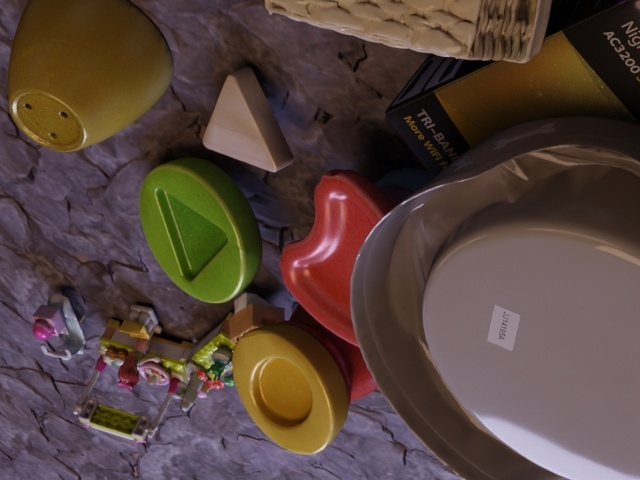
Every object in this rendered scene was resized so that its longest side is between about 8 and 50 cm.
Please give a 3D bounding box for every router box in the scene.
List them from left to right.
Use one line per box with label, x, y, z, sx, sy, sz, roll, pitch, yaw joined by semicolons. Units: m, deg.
router box;0.231;-0.033;1.213;0.243;0.081;0.309;-23;113;46

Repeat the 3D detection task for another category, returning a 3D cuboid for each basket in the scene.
basket;0.059;-0.183;1.101;0.167;0.103;0.113;17;106;25

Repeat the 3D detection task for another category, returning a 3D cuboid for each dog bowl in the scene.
dog bowl;0.197;0.064;1.189;0.348;0.102;0.349;20;137;20

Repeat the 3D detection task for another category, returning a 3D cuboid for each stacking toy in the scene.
stacking toy;0.000;0.000;1.453;0.279;0.130;0.309;52;141;9

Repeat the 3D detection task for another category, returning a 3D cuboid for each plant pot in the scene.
plant pot;-0.200;-0.128;1.383;0.134;0.095;0.134;17;143;13

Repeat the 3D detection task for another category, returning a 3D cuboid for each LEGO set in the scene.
LEGO set;-0.151;0.126;1.647;0.287;0.107;0.132;1;139;33
